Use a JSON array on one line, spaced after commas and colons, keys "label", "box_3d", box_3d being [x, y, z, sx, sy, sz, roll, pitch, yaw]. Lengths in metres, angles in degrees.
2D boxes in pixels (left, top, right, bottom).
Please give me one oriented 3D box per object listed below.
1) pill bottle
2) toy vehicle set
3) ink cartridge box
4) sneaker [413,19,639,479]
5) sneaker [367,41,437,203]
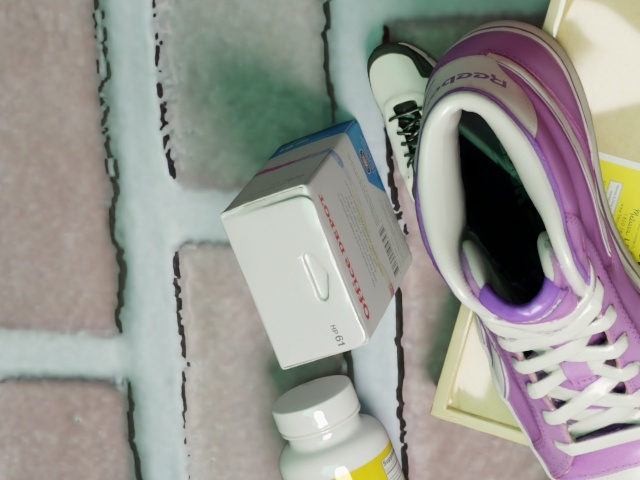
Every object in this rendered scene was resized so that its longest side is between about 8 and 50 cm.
[{"label": "pill bottle", "box_3d": [0.015, 0.137, 1.046, 0.065, 0.065, 0.116, -17, 104, 18]}, {"label": "toy vehicle set", "box_3d": [0.171, -0.006, 0.975, 0.166, 0.035, 0.266, 18, 112, 6]}, {"label": "ink cartridge box", "box_3d": [0.000, 0.000, 0.969, 0.052, 0.122, 0.088, -18, 104, 18]}, {"label": "sneaker", "box_3d": [0.110, 0.045, 0.901, 0.102, 0.161, 0.282, -22, 104, 18]}, {"label": "sneaker", "box_3d": [0.055, -0.053, 0.982, 0.040, 0.044, 0.109, -23, 101, 21]}]
